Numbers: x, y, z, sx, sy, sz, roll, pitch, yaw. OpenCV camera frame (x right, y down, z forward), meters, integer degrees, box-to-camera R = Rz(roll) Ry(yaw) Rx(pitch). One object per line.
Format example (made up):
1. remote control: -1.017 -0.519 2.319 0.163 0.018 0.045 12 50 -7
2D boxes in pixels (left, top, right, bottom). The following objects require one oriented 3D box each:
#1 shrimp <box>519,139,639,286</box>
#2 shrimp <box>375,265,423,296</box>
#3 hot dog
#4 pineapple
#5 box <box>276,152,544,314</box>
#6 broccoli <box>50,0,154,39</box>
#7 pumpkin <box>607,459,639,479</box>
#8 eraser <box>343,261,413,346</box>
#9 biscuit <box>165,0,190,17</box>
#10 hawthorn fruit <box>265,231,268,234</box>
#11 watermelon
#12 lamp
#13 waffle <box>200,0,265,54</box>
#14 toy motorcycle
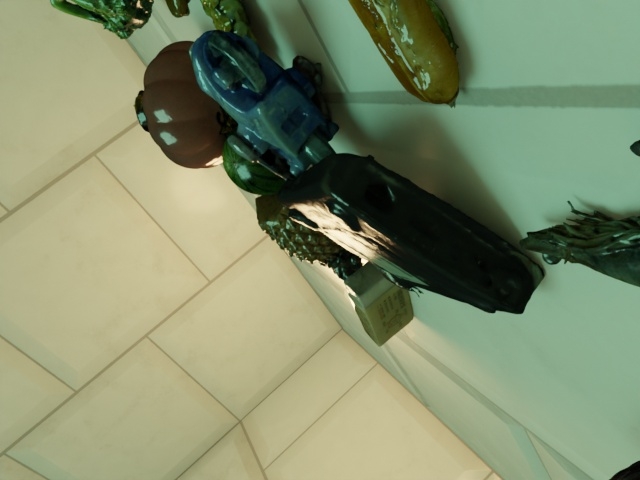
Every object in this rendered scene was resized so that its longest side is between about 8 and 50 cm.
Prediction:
1. shrimp: 0.269 -0.022 0.364 0.169 0.058 0.296 61 163 -18
2. shrimp: 0.170 0.058 1.013 0.074 0.073 0.190 2 -140 -40
3. hot dog: 0.073 -0.224 0.431 0.236 0.062 0.092 49 -173 -26
4. pineapple: 0.000 0.000 1.163 0.362 0.202 0.202 51 170 -27
5. box: 0.112 -0.004 0.702 0.359 0.091 0.350 31 173 -14
6. broccoli: -0.521 -0.627 1.054 0.295 0.245 0.265 102 151 -47
7. pumpkin: 0.416 0.433 0.497 0.266 0.363 0.363 37 165 27
8. eraser: 0.166 0.168 1.210 0.078 0.144 0.343 45 168 35
9. biscuit: -0.330 -0.578 0.840 0.302 0.049 0.197 50 151 24
10. hawthorn fruit: -0.085 -0.075 1.365 0.185 0.185 0.202 40 178 45
11. watermelon: -0.132 -0.205 1.063 0.187 0.214 0.188 15 119 29
12. lamp: -0.327 -0.329 1.100 0.239 0.306 0.305 1 155 10
13. waffle: -0.165 -0.404 0.813 0.223 0.054 0.204 59 177 -41
14. toy motorcycle: -0.108 -0.216 0.741 0.240 0.182 0.319 6 155 37
